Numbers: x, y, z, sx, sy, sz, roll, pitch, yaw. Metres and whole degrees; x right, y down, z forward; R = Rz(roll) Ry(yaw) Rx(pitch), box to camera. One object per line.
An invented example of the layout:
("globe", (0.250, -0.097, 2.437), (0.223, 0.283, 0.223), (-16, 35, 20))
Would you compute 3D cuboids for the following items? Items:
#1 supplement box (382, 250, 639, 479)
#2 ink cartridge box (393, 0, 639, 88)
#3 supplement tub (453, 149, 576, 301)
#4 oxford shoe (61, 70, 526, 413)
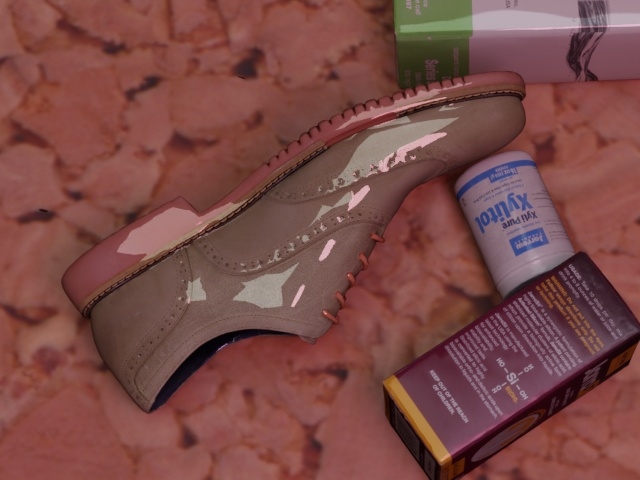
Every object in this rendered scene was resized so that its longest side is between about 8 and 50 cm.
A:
("supplement box", (0.146, 0.102, 1.472), (0.188, 0.104, 0.081), (-33, 73, -8))
("ink cartridge box", (0.196, -0.238, 1.581), (0.273, 0.115, 0.198), (-1, 71, 3))
("supplement tub", (0.156, -0.011, 1.528), (0.071, 0.071, 0.107), (-21, 70, -4))
("oxford shoe", (0.000, 0.000, 1.501), (0.397, 0.140, 0.146), (-29, 77, 8))
